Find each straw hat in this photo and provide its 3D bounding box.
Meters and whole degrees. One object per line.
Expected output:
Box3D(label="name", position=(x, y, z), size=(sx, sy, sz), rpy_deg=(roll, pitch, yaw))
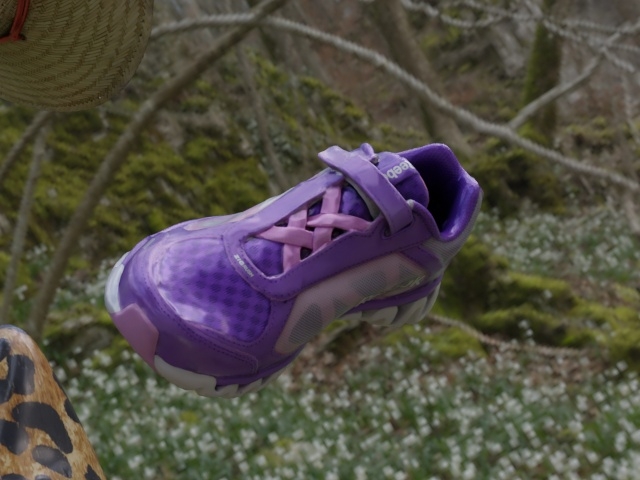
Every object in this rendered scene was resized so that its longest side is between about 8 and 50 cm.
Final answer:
Box3D(label="straw hat", position=(-0.130, -0.091, 0.385), size=(0.061, 0.144, 0.144), rpy_deg=(-42, -1, -43))

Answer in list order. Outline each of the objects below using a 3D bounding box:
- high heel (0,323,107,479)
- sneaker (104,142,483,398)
Box3D(label="high heel", position=(-0.049, 0.135, 0.389), size=(0.186, 0.261, 0.093), rpy_deg=(-23, -21, 32))
Box3D(label="sneaker", position=(0.000, 0.000, 0.576), size=(0.236, 0.095, 0.104), rpy_deg=(-16, -25, -48))
